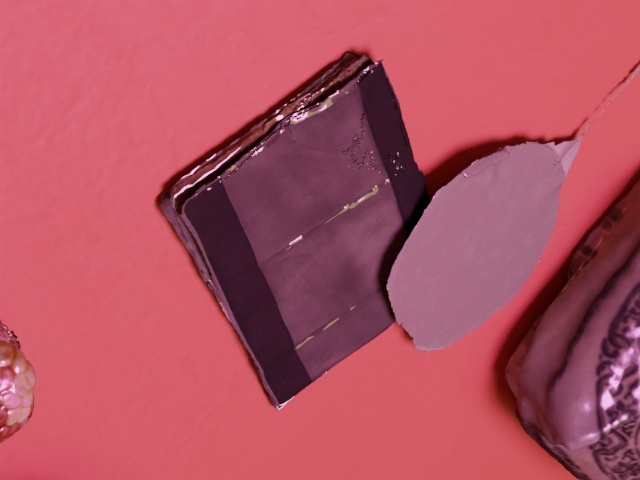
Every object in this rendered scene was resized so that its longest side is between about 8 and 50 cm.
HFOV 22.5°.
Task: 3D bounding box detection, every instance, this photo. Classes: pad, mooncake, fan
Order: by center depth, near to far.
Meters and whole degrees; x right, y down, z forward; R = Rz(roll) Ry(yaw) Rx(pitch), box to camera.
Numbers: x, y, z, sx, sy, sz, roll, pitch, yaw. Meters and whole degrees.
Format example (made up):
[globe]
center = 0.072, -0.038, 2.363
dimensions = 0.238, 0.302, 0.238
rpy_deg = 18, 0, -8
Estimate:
[pad]
center = 0.000, 0.000, 1.088
dimensions = 0.174, 0.022, 0.233
rpy_deg = -36, 136, -13
[fan]
center = 0.162, -0.048, 1.184
dimensions = 0.310, 0.010, 0.182
rpy_deg = -47, 145, -6
[mooncake]
center = 0.280, 0.093, 1.289
dimensions = 0.250, 0.136, 0.254
rpy_deg = -54, 137, 1

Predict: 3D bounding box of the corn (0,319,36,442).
[corn]
center = -0.283, 0.114, 0.903
dimensions = 0.253, 0.086, 0.086
rpy_deg = -21, 130, -23
